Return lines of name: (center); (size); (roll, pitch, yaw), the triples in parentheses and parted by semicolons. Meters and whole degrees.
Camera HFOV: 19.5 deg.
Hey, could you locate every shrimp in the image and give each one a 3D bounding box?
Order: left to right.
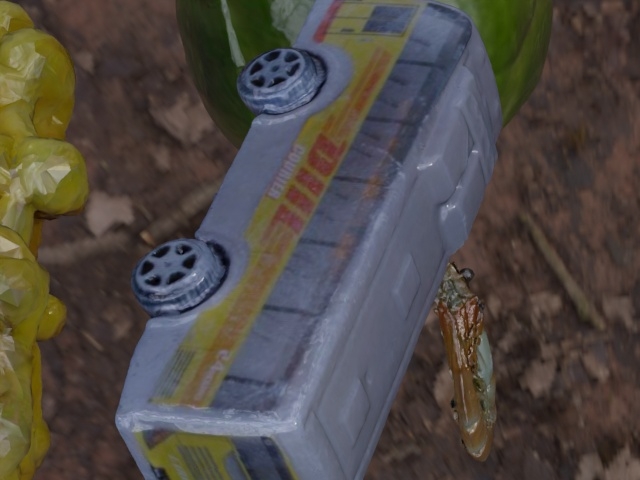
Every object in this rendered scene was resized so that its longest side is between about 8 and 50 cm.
shrimp: (0.123, 0.097, 1.542); (0.043, 0.091, 0.184); (-8, 104, 14)

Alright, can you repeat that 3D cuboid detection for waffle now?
waffle: (-0.151, 0.061, 0.617); (0.283, 0.065, 0.309); (-61, 27, 28)

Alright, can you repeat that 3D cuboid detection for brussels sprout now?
brussels sprout: (0.022, -0.197, 1.450); (0.281, 0.289, 0.354); (-23, 31, -4)

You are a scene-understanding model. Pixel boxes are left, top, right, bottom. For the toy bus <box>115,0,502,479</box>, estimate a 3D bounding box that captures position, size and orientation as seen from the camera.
toy bus: (0.000, 0.000, 0.570); (0.075, 0.064, 0.190); (2, 46, 28)
